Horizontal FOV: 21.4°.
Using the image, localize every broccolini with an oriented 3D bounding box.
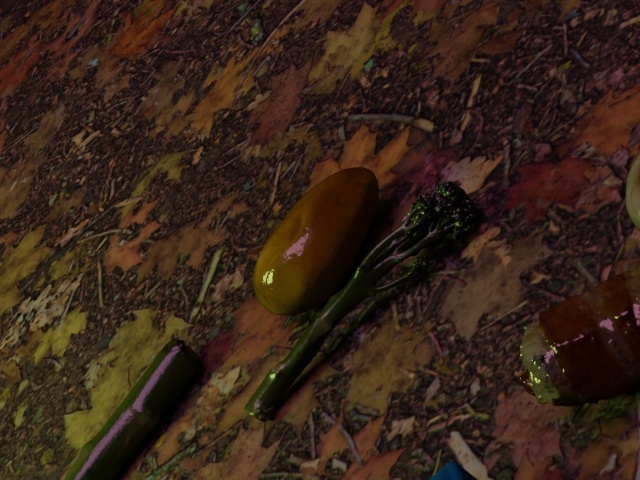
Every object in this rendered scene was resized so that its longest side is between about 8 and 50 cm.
[{"bbox_3d":[0.053,0.087,2.096,0.392,0.079,0.074,-51,41,11],"label":"broccolini"}]

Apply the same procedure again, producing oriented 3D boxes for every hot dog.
[{"bbox_3d":[0.298,0.099,1.719,0.213,0.103,0.146,-26,16,19],"label":"hot dog"}]

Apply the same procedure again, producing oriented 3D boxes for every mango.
[{"bbox_3d":[0.000,0.000,2.196,0.227,0.109,0.147,-52,7,-4],"label":"mango"}]

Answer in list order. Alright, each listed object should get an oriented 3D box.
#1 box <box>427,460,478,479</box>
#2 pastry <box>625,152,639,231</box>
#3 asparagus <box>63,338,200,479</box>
[{"bbox_3d":[0.127,0.337,1.691,0.139,0.073,0.194,-41,32,14],"label":"box"},{"bbox_3d":[0.394,-0.063,1.778,0.156,0.092,0.156,-30,35,24],"label":"pastry"},{"bbox_3d":[-0.260,0.254,2.296,0.067,0.060,0.278,36,85,40],"label":"asparagus"}]
